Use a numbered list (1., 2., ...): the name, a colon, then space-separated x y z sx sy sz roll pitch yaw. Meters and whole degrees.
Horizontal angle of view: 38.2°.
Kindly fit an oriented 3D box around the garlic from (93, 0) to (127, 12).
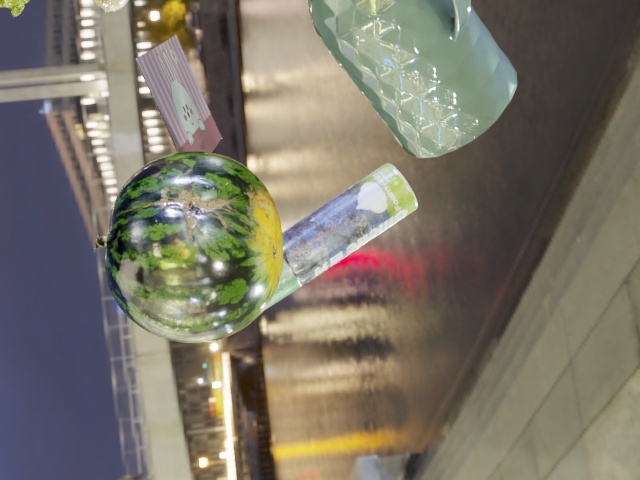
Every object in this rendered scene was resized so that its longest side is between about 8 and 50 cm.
1. garlic: -0.375 -0.477 1.671 0.084 0.066 0.152 35 -135 -39

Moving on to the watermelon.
1. watermelon: -0.174 0.011 1.283 0.269 0.269 0.269 174 90 -85

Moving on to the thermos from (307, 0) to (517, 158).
1. thermos: 0.078 -0.225 0.913 0.182 0.145 0.286 3 142 51

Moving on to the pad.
1. pad: -0.221 -0.223 1.496 0.300 0.005 0.202 -81 -31 -71

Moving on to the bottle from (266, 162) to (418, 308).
1. bottle: 0.000 0.000 1.508 0.093 0.330 0.093 56 176 6

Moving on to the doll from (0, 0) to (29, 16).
1. doll: -0.635 -0.488 1.434 0.099 0.346 0.341 -63 -41 -54
